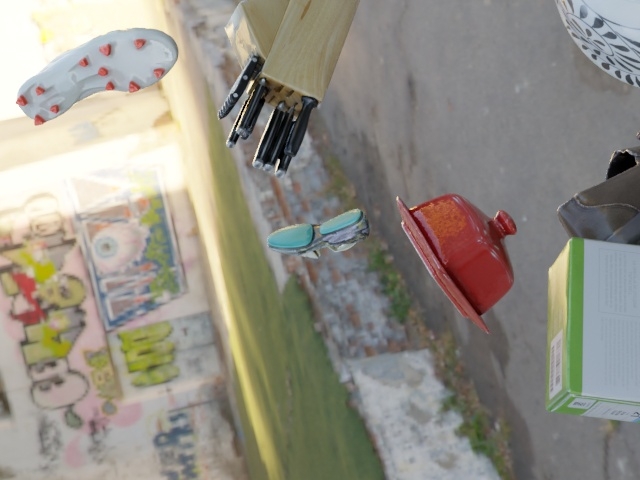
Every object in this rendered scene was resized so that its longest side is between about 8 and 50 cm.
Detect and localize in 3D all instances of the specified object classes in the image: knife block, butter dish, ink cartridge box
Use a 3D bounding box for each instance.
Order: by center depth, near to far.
[{"bbox_3d":[0.397,0.113,1.073,0.097,0.255,0.188,95,-178,-67],"label":"ink cartridge box"},{"bbox_3d":[0.187,0.006,1.156,0.160,0.118,0.159,48,-170,-41],"label":"butter dish"},{"bbox_3d":[-0.023,-0.232,1.338,0.242,0.276,0.088,66,158,2],"label":"knife block"}]

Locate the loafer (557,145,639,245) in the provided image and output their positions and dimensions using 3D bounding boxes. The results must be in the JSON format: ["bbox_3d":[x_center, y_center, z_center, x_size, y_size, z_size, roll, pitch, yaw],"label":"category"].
[{"bbox_3d":[0.461,-0.095,1.269,0.130,0.366,0.133,46,151,21],"label":"loafer"}]

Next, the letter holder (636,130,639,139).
[{"bbox_3d":[0.472,-0.096,0.970,0.152,0.302,0.214,64,158,10],"label":"letter holder"}]

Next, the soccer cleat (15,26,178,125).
[{"bbox_3d":[-0.228,-0.178,0.959,0.068,0.196,0.076,58,-153,-31],"label":"soccer cleat"}]

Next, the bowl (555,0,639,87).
[{"bbox_3d":[0.184,-0.163,0.489,0.170,0.080,0.170,5,98,36],"label":"bowl"}]

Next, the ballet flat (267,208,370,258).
[{"bbox_3d":[0.000,0.000,0.982,0.041,0.114,0.041,47,-145,-49],"label":"ballet flat"}]
